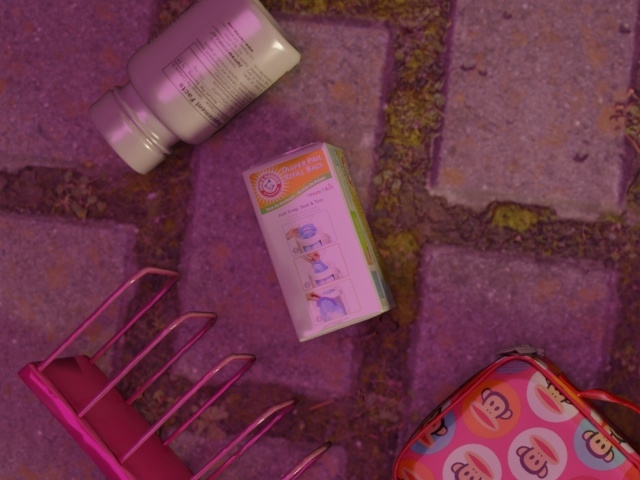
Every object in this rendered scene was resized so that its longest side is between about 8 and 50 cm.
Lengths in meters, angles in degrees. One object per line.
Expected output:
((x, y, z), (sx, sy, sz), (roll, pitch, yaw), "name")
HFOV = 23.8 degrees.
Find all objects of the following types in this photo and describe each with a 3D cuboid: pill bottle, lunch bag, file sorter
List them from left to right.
((-0.149, 0.190, 1.699), (0.182, 0.202, 0.291), (-44, 82, 5), "file sorter")
((-0.147, -0.185, 1.741), (0.229, 0.131, 0.131), (-39, 83, 7), "pill bottle")
((0.252, 0.266, 1.666), (0.258, 0.120, 0.293), (-43, 82, 7), "lunch bag")

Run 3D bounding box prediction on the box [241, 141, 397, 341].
((0.000, 0.000, 1.719), (0.103, 0.114, 0.203), (-20, 87, 11), "box")
